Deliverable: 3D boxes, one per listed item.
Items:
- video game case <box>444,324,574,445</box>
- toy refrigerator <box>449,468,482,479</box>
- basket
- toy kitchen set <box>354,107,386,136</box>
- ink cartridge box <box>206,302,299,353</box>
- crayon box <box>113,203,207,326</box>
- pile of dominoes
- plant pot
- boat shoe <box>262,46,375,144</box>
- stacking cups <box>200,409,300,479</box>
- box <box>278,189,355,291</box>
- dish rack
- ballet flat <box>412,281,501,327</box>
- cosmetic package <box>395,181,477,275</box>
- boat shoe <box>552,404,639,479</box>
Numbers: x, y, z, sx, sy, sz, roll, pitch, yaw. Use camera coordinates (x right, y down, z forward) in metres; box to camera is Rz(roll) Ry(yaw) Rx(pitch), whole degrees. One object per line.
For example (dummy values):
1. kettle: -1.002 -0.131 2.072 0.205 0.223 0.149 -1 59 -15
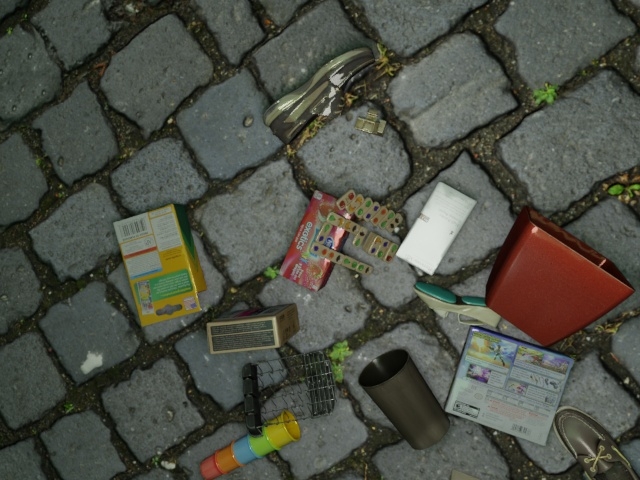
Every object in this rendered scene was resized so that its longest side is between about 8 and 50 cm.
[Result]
1. video game case: 0.499 0.382 1.434 0.270 0.061 0.244 17 96 10
2. toy refrigerator: 0.371 0.781 1.461 0.102 0.094 0.269 15 94 15
3. basket: 0.231 0.430 1.439 0.154 0.204 0.227 -37 95 -14
4. toy kitchen set: 0.141 -0.332 1.468 0.083 0.075 0.068 17 94 6
5. ink cartridge box: -0.178 0.239 1.472 0.193 0.235 0.088 -7 91 10
6. crayon box: -0.471 0.073 1.599 0.203 0.083 0.322 -16 88 11
7. pile of dominoes: 0.111 -0.014 1.417 0.040 0.251 0.196 33 97 50
8. plant pot: 0.553 0.098 1.328 0.267 0.267 0.235 36 111 8
9. boat shoe: 0.010 -0.391 1.478 0.355 0.132 0.130 -32 96 19
10. stacking cups: -0.215 0.606 1.564 0.316 0.096 0.096 -30 86 11
11. box: 0.000 0.000 1.481 0.123 0.128 0.256 25 96 9
12. dish rack: -0.090 0.422 1.507 0.272 0.074 0.208 -12 59 4
13. ballet flat: 0.365 0.181 1.447 0.249 0.086 0.086 14 95 10
14. cosmetic package: 0.309 -0.031 1.444 0.117 0.085 0.231 30 96 9
15. boat shoe: 0.728 0.572 1.379 0.117 0.097 0.324 -39 85 10
